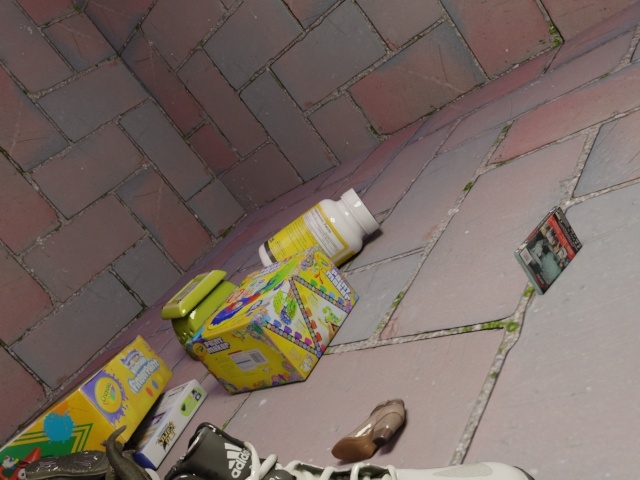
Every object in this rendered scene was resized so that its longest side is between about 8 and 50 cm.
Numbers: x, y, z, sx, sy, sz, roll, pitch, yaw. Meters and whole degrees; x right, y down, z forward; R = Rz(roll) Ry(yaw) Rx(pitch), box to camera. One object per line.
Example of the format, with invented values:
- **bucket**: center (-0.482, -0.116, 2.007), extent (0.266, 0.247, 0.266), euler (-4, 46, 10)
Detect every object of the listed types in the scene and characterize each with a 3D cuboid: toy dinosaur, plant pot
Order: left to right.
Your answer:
- **toy dinosaur**: center (-0.303, 0.416, 0.874), extent (0.121, 0.160, 0.313), euler (3, -60, -47)
- **plant pot**: center (-0.354, 0.227, 1.735), extent (0.228, 0.207, 0.227), euler (-48, 17, -31)

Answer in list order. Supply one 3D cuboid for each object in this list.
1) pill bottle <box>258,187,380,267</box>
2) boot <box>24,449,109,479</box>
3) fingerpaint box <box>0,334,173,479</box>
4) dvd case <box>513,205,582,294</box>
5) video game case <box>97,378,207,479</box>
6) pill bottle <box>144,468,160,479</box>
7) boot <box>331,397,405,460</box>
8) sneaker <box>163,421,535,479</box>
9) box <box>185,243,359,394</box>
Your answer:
- **pill bottle**: center (0.000, 0.000, 1.619), extent (0.334, 0.188, 0.188), euler (-36, 14, 7)
- **boot**: center (-0.490, 0.535, 1.111), extent (0.190, 0.208, 0.076), euler (-7, 10, 8)
- **fingerpaint box**: center (-0.596, 0.456, 1.353), extent (0.371, 0.163, 0.445), euler (-38, 5, 0)
- **dvd case**: center (0.363, 0.014, 0.875), extent (0.119, 0.087, 0.013), euler (-44, 19, -21)
- **video game case**: center (-0.446, 0.492, 1.408), extent (0.270, 0.061, 0.244), euler (-29, 15, 32)
- **pill bottle**: center (-0.403, 0.528, 1.153), extent (0.137, 0.078, 0.078), euler (-30, 16, 29)
- **boot**: center (0.077, 0.283, 0.835), extent (0.119, 0.042, 0.087), euler (-28, 11, 32)
- **sneaker**: center (-0.015, 0.291, 0.570), extent (0.448, 0.257, 0.169), euler (-32, 15, 22)
- **box**: center (-0.112, 0.191, 1.313), extent (0.290, 0.177, 0.279), euler (-25, 18, 43)
